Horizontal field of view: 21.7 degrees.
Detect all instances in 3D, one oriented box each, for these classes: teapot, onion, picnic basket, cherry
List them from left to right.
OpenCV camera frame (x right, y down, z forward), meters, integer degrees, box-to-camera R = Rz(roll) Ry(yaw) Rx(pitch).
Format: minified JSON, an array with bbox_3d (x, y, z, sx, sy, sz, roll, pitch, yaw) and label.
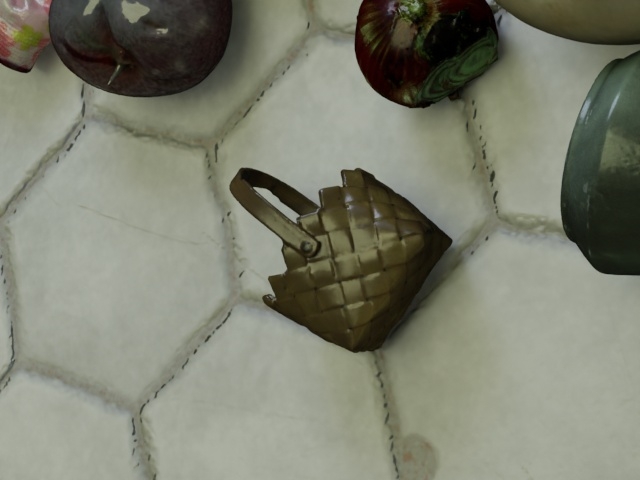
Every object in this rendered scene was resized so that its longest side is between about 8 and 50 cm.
[{"bbox_3d":[-0.160,-0.210,1.503,0.176,0.140,0.176,-13,53,18],"label":"cherry"},{"bbox_3d":[0.000,0.000,1.375,0.178,0.128,0.138,35,98,13],"label":"picnic basket"},{"bbox_3d":[0.083,-0.169,1.372,0.117,0.118,0.118,-33,62,-14],"label":"onion"},{"bbox_3d":[0.308,-0.050,1.196,0.225,0.171,0.203,17,61,25],"label":"teapot"}]

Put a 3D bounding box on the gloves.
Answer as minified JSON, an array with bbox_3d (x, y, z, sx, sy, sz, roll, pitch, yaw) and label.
[{"bbox_3d":[-0.266,-0.290,1.587,0.145,0.126,0.241,44,108,40],"label":"gloves"}]

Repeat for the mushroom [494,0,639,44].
[{"bbox_3d":[0.212,-0.300,1.195,0.297,0.290,0.297,-14,55,21],"label":"mushroom"}]
